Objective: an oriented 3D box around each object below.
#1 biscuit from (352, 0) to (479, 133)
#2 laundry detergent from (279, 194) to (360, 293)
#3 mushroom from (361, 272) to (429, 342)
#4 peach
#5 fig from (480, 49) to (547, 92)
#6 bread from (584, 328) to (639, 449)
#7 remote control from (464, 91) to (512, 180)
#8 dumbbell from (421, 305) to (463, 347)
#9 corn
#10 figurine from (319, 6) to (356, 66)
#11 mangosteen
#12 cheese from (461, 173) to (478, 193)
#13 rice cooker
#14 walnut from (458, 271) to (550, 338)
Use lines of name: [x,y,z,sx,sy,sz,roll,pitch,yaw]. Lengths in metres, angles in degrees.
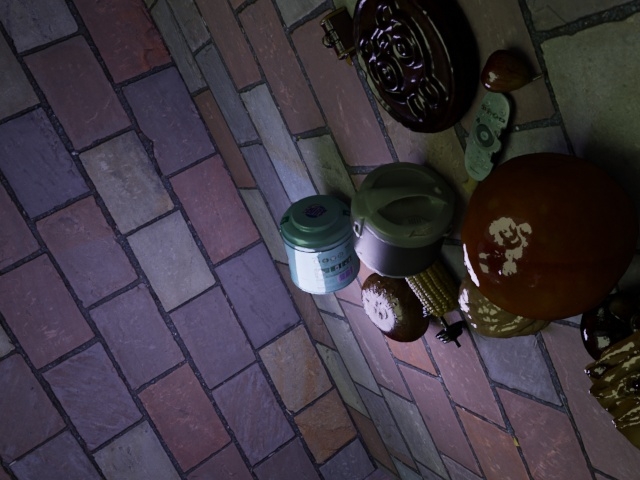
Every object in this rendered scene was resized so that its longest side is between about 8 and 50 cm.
biscuit: [0.214,-0.449,1.507,0.407,0.091,0.407,47,156,28]
laundry detergent: [0.000,0.000,2.336,0.287,0.287,0.305,42,154,39]
mushroom: [0.266,0.240,2.232,0.297,0.163,0.278,41,152,37]
peach: [0.441,-0.003,1.230,0.342,0.301,0.343,21,121,40]
fig: [0.398,-0.338,1.266,0.125,0.089,0.089,27,147,24]
bread: [0.708,0.324,1.113,0.370,0.191,0.314,46,125,7]
remote control: [0.395,-0.241,1.441,0.097,0.045,0.256,46,153,28]
dumbbell: [0.404,0.264,2.039,0.209,0.099,0.099,58,160,6]
corn: [0.317,0.079,1.946,0.344,0.131,0.131,58,160,7]
figurine: [0.053,-0.557,1.715,0.154,0.098,0.082,63,156,-3]
mangosteen: [0.649,0.193,1.301,0.184,0.172,0.173,3,123,43]
cheese: [0.390,-0.155,1.588,0.044,0.030,0.083,43,160,23]
rice cooker: [0.226,-0.061,1.750,0.288,0.288,0.277,49,159,25]
walnut: [0.475,0.142,1.555,0.261,0.225,0.225,-18,102,56]
